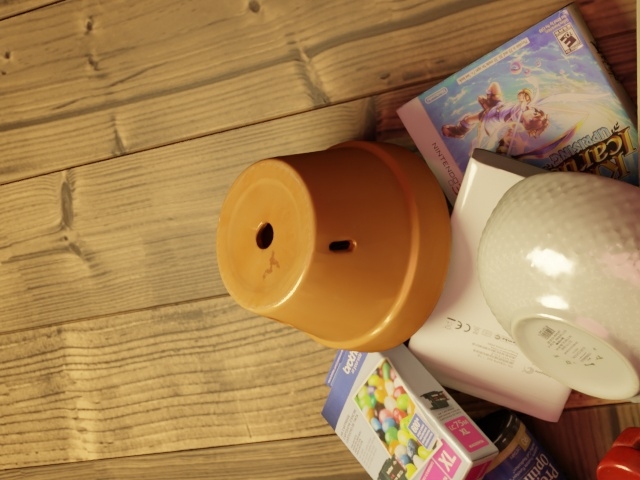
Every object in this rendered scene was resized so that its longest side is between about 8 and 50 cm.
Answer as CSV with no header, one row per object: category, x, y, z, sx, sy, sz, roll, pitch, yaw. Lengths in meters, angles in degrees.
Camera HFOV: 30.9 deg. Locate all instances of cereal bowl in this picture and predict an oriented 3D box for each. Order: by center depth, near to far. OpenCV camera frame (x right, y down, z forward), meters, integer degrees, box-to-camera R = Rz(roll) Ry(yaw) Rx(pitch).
cereal bowl,0.323,0.082,1.337,0.339,0.141,0.339,28,157,13

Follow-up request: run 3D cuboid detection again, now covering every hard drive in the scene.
hard drive,0.264,0.068,1.551,0.233,0.047,0.353,18,124,6

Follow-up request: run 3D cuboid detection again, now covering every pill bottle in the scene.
pill bottle,0.290,0.356,1.633,0.123,0.123,0.219,-37,98,27

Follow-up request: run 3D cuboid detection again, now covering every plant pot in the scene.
plant pot,0.000,0.000,1.535,0.290,0.203,0.291,-9,78,47

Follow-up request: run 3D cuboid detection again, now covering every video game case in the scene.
video game case,0.274,-0.137,1.526,0.269,0.061,0.244,-30,95,27

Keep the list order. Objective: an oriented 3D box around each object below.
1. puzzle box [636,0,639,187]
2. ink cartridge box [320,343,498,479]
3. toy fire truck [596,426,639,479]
puzzle box,0.494,-0.217,1.292,0.272,0.052,0.409,-4,72,27
ink cartridge box,0.102,0.250,1.632,0.311,0.065,0.186,50,136,34
toy fire truck,0.522,0.317,1.473,0.254,0.169,0.302,53,149,-17
